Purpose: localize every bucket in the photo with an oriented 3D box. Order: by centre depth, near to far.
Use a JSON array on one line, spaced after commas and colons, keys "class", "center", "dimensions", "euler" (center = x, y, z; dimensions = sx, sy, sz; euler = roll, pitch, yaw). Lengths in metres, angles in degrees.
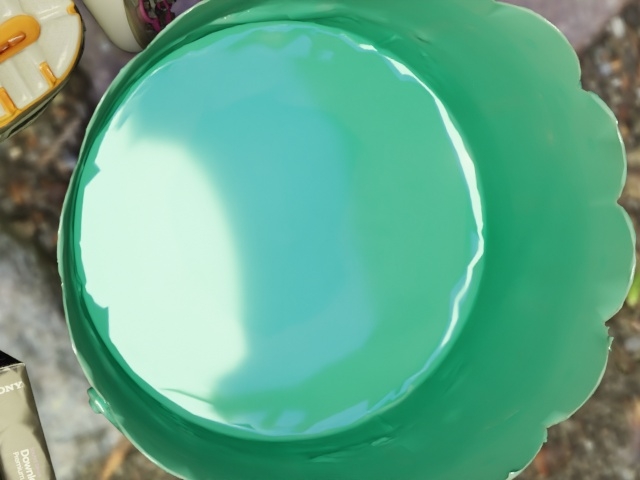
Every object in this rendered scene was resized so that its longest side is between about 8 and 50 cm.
[{"class": "bucket", "center": [0.000, 0.000, 0.894], "dimensions": [0.281, 0.183, 0.281], "euler": [0, 92, -11]}]

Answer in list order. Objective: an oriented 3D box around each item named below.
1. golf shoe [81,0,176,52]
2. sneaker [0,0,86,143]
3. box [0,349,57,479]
[{"class": "golf shoe", "center": [-0.142, -0.176, 0.926], "dimensions": [0.086, 0.067, 0.186], "euler": [-24, 103, 21]}, {"class": "sneaker", "center": [-0.205, -0.059, 0.904], "dimensions": [0.215, 0.083, 0.084], "euler": [-27, 92, 8]}, {"class": "box", "center": [-0.147, 0.137, 0.900], "dimensions": [0.029, 0.116, 0.162], "euler": [-17, 96, -16]}]
